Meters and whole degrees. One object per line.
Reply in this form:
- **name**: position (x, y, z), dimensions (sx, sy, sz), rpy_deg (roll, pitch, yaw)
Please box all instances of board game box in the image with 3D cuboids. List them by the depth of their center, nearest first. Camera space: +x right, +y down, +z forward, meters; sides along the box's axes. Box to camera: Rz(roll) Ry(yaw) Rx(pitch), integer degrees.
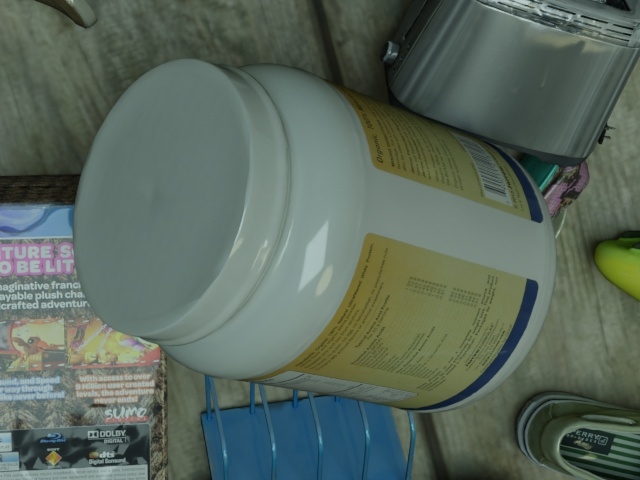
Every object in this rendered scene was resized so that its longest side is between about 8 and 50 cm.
- **board game box**: position (-0.246, 0.098, 1.170), dimensions (0.232, 0.141, 0.290), rpy_deg (-1, 101, -11)

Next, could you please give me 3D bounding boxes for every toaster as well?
- **toaster**: position (0.172, -0.159, 1.183), dimensions (0.227, 0.129, 0.146), rpy_deg (15, 127, -12)

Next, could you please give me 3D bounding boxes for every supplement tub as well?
- **supplement tub**: position (0.000, 0.000, 1.057), dimensions (0.316, 0.228, 0.228), rpy_deg (16, 99, -43)

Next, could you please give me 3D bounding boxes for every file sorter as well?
- **file sorter**: position (-0.011, 0.159, 1.220), dimensions (0.170, 0.118, 0.104), rpy_deg (-7, 137, -10)

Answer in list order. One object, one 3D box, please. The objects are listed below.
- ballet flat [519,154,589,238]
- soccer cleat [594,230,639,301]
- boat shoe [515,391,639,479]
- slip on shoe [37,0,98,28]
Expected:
- **ballet flat**: position (0.163, 0.006, 1.271), dimensions (0.221, 0.077, 0.079), rpy_deg (-48, 125, 1)
- **soccer cleat**: position (0.378, 0.075, 1.310), dimensions (0.289, 0.093, 0.121), rpy_deg (18, 104, -13)
- **boat shoe**: position (0.329, 0.213, 1.325), dimensions (0.302, 0.094, 0.109), rpy_deg (10, 99, -12)
- **slip on shoe**: position (-0.241, -0.216, 1.155), dimensions (0.135, 0.051, 0.041), rpy_deg (44, 86, -12)
